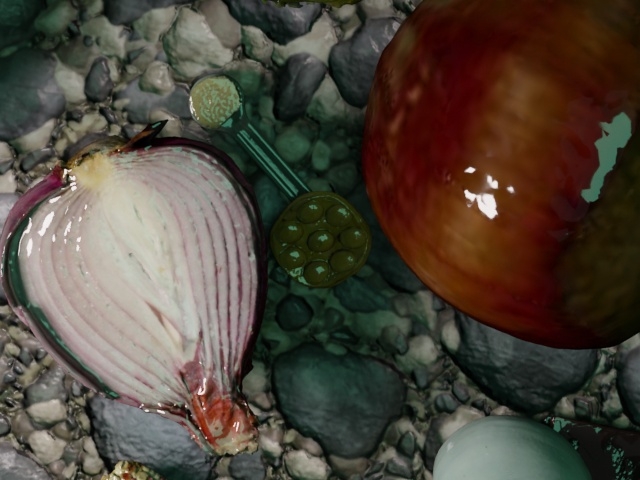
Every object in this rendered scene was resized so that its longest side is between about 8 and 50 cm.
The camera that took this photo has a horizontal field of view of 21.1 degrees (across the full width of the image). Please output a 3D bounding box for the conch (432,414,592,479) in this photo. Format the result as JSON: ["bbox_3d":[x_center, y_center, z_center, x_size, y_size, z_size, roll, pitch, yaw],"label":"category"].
[{"bbox_3d":[0.218,0.287,1.832,0.185,0.121,0.221,-39,81,-25],"label":"conch"}]

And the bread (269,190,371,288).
[{"bbox_3d":[0.000,0.000,1.828,0.110,0.024,0.110,1,107,3],"label":"bread"}]

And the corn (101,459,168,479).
[{"bbox_3d":[-0.130,0.314,1.810,0.237,0.079,0.079,41,86,-5],"label":"corn"}]

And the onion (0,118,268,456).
[{"bbox_3d":[-0.164,0.055,1.756,0.267,0.159,0.349,-21,102,4],"label":"onion"}]

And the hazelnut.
[{"bbox_3d":[0.235,-0.108,1.722,0.421,0.353,0.421,2,96,17],"label":"hazelnut"}]

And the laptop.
[{"bbox_3d":[0.300,0.305,1.900,0.154,0.026,0.207,11,91,-11],"label":"laptop"}]

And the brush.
[{"bbox_3d":[-0.041,-0.071,1.831,0.062,0.027,0.266,-42,98,7],"label":"brush"}]

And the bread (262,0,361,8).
[{"bbox_3d":[-0.050,-0.401,1.724,0.382,0.129,0.366,-32,108,-17],"label":"bread"}]
